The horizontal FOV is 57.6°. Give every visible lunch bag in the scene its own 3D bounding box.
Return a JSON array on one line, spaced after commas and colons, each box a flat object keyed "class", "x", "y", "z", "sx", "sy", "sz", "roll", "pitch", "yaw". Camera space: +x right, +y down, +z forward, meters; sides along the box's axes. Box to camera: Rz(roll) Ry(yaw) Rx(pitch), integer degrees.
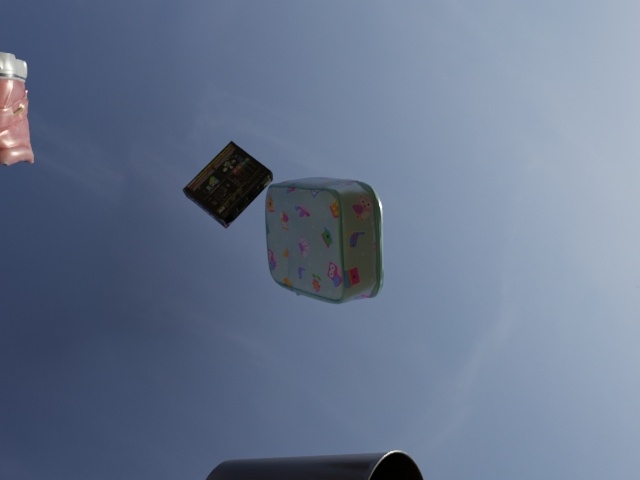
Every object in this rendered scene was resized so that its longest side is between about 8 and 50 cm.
[{"class": "lunch bag", "x": 0.000, "y": 0.000, "z": 1.062, "sx": 0.108, "sy": 0.279, "sz": 0.223, "roll": -12, "pitch": -78, "yaw": -30}]

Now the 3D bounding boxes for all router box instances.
[{"class": "router box", "x": -0.153, "y": -0.094, "z": 0.972, "sx": 0.092, "sy": 0.038, "sz": 0.122, "roll": 39, "pitch": -105, "yaw": 13}]

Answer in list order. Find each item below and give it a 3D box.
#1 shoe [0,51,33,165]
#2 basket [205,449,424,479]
[{"class": "shoe", "x": -0.264, "y": -0.103, "z": 0.459, "sx": 0.064, "sy": 0.178, "sz": 0.081, "roll": -5, "pitch": -75, "yaw": -26}, {"class": "basket", "x": -0.018, "y": 0.320, "z": 0.663, "sx": 0.204, "sy": 0.227, "sz": 0.154, "roll": 18, "pitch": -114, "yaw": -60}]
